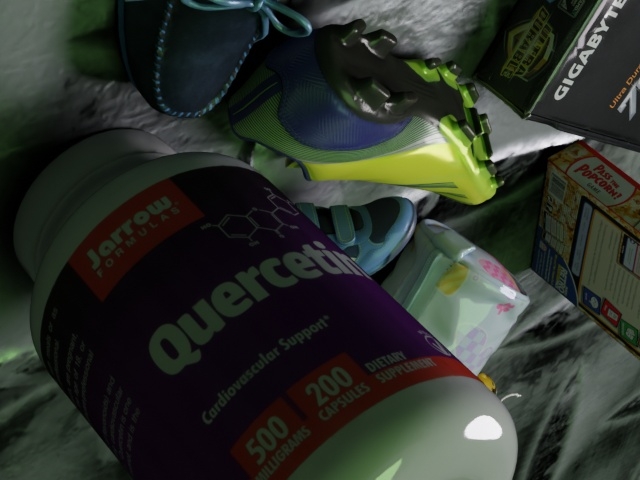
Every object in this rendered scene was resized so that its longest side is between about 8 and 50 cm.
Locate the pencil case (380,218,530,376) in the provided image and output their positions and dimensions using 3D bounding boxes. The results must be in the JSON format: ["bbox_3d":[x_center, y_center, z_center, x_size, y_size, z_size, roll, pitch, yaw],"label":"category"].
[{"bbox_3d":[0.054,0.113,1.182,0.124,0.113,0.273,28,104,-41],"label":"pencil case"}]

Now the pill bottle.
[{"bbox_3d":[-0.049,0.070,0.833,0.181,0.323,0.181,-29,143,-25],"label":"pill bottle"}]

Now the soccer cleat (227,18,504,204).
[{"bbox_3d":[0.039,-0.079,1.014,0.121,0.093,0.289,-25,159,24],"label":"soccer cleat"}]

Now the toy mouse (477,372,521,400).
[{"bbox_3d":[0.143,0.198,1.437,0.161,0.031,0.143,-5,129,-45],"label":"toy mouse"}]

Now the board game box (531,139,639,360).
[{"bbox_3d":[0.274,0.024,1.255,0.045,0.193,0.147,-29,143,-24],"label":"board game box"}]

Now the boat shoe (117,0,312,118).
[{"bbox_3d":[-0.047,-0.173,0.793,0.109,0.089,0.258,-14,135,-39],"label":"boat shoe"}]

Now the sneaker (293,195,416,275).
[{"bbox_3d":[0.000,0.000,1.028,0.144,0.053,0.059,-23,132,8],"label":"sneaker"}]

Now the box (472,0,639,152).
[{"bbox_3d":[0.297,-0.214,1.148,0.293,0.073,0.295,7,119,-51],"label":"box"}]
